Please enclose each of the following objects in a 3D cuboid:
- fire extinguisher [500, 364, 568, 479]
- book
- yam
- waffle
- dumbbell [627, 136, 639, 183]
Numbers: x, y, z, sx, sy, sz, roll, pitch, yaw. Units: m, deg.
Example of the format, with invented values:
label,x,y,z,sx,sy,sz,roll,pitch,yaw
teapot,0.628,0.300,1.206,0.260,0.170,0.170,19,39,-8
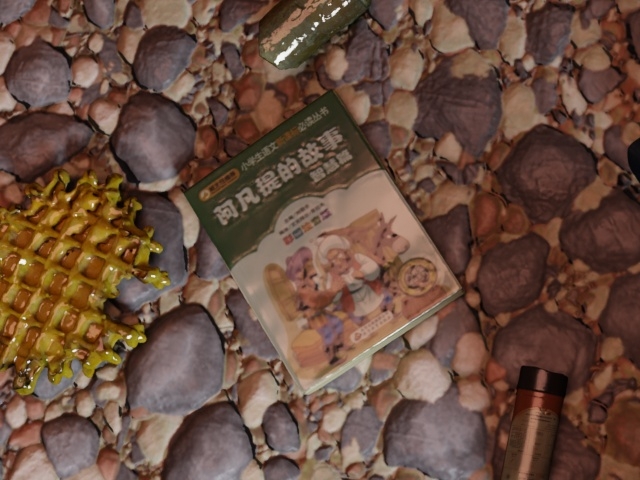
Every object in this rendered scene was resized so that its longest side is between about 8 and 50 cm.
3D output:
label,x,y,z,sx,sy,sz,roll,pitch,yaw
fire extinguisher,0.200,0.213,1.436,0.062,0.050,0.177,13,82,0
book,0.000,0.000,1.548,0.202,0.027,0.264,-34,72,9
yam,-0.007,-0.245,1.580,0.146,0.070,0.070,-39,71,8
waffle,-0.282,0.039,1.615,0.228,0.051,0.232,-28,72,13
dumbbell,0.454,-0.111,1.376,0.316,0.156,0.144,-35,42,7
